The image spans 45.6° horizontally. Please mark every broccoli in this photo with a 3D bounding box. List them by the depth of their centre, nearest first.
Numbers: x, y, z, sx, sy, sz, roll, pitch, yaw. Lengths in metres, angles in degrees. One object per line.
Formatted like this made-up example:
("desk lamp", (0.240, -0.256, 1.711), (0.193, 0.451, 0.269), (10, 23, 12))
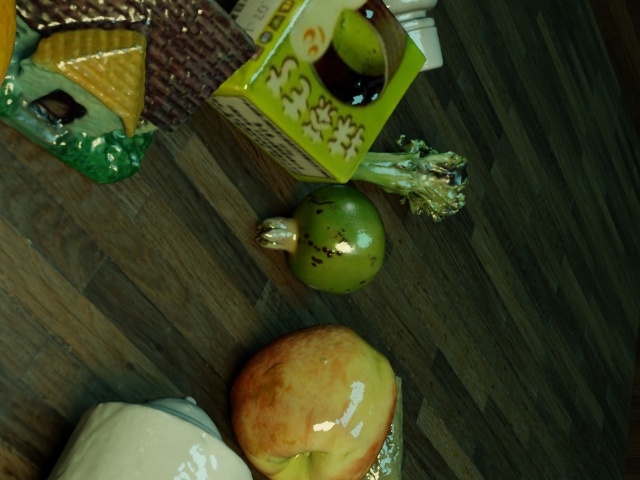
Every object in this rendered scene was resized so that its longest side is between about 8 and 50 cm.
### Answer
("broccoli", (0.143, -0.126, 1.451), (0.304, 0.165, 0.146), (8, 107, -40))

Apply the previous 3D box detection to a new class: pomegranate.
("pomegranate", (0.000, 0.000, 1.203), (0.209, 0.180, 0.180), (2, 80, -23))

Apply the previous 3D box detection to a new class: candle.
("candle", (-0.197, 0.300, 0.797), (0.221, 0.221, 0.343), (51, 44, -34))

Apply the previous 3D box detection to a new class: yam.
("yam", (0.085, 0.322, 1.276), (0.107, 0.107, 0.194), (15, 71, -52))

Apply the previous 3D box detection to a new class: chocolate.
("chocolate", (-0.006, -0.265, 1.165), (0.301, 0.137, 0.289), (38, 83, -42))

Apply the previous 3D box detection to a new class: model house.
("model house", (-0.219, -0.228, 0.862), (0.280, 0.248, 0.230), (37, 55, -44))

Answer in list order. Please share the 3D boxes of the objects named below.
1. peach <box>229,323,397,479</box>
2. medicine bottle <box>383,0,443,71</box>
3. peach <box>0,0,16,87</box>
("peach", (-0.002, 0.222, 1.087), (0.232, 0.232, 0.257), (56, 32, -30))
("medicine bottle", (0.101, -0.462, 1.390), (0.208, 0.208, 0.340), (-27, 106, -53))
("peach", (-0.399, -0.217, 0.567), (0.372, 0.290, 0.373), (4, 80, -20))
